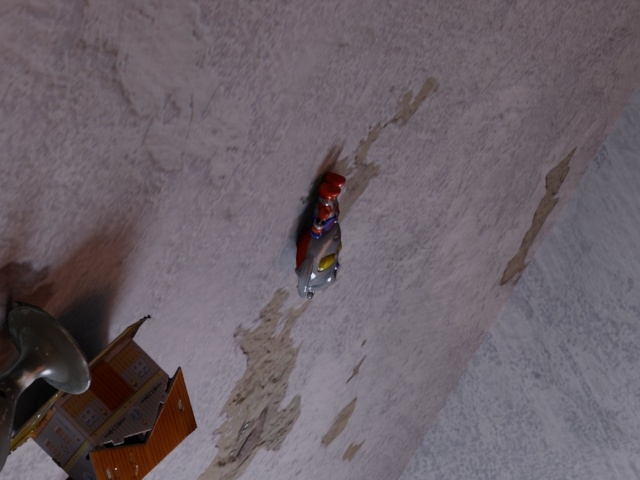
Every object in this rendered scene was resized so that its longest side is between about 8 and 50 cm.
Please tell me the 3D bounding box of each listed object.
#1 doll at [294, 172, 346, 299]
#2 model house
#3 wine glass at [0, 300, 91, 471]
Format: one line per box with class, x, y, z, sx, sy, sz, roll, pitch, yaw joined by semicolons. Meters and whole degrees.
doll;0.001;0.000;2.411;0.104;0.062;0.194;-94;-167;-54
model house;-0.236;0.214;2.002;0.219;0.136;0.207;-45;180;-35
wine glass;-0.345;0.176;1.788;0.241;0.126;0.126;-44;158;-33
